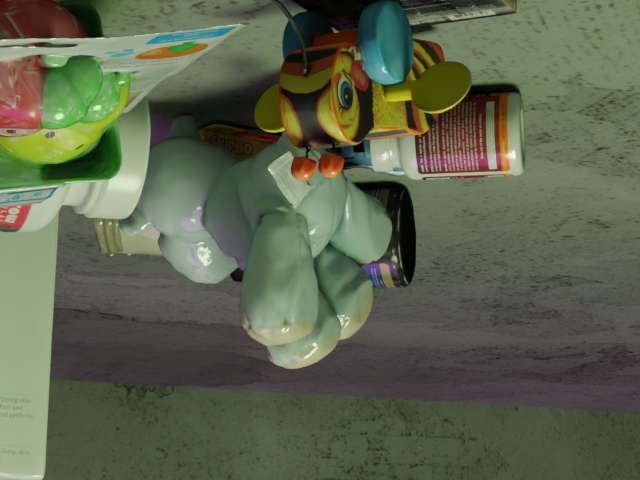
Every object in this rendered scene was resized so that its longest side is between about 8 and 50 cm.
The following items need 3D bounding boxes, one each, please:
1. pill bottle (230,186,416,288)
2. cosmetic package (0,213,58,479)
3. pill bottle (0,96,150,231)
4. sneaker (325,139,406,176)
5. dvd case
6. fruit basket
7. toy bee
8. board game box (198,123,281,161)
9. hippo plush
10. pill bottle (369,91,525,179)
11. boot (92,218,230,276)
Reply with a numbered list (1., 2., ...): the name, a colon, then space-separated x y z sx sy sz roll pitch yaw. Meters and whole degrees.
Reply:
1. pill bottle: 0.000 0.000 2.255 0.219 0.123 0.123 -2 167 12
2. cosmetic package: -0.398 0.063 1.963 0.217 0.385 0.156 8 164 -21
3. pill bottle: -0.327 -0.099 1.713 0.318 0.176 0.176 5 166 -22
4. sneaker: 0.044 -0.102 1.975 0.144 0.053 0.059 0 162 -20
5. dvd case: 0.047 -0.217 1.540 0.164 0.018 0.221 -5 167 26
6. fruit basket: -0.259 -0.109 1.455 0.327 0.165 0.353 -7 -178 -23
7. toy bee: 0.008 -0.122 1.567 0.298 0.162 0.195 11 167 -38
8. board game box: -0.136 -0.082 2.106 0.124 0.039 0.259 9 162 -34
9. hippo plush: -0.090 -0.008 1.885 0.236 0.234 0.294 7 149 27
10. pill bottle: 0.128 -0.105 1.877 0.152 0.086 0.086 -2 167 10
11. boot: -0.191 -0.005 2.346 0.165 0.077 0.213 0 165 8
